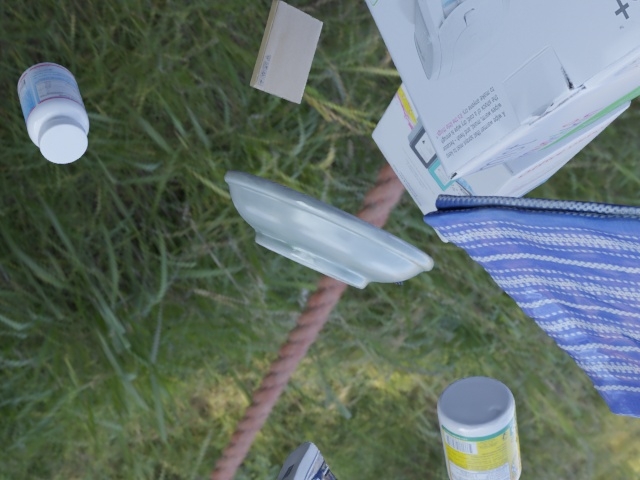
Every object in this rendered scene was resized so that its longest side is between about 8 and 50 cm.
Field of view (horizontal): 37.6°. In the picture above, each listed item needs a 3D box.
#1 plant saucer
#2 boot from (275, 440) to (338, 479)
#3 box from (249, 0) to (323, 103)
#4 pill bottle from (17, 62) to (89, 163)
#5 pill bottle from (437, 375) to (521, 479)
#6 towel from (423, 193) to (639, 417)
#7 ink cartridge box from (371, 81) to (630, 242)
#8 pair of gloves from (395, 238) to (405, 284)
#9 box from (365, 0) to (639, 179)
[{"bbox_3d":[0.000,0.000,1.660,0.400,0.401,0.100,28,84,-56],"label":"plant saucer"},{"bbox_3d":[-0.027,0.366,1.318,0.069,0.086,0.190,-34,-172,31],"label":"boot"},{"bbox_3d":[-0.076,-0.428,2.152,0.164,0.021,0.201,12,94,-52],"label":"box"},{"bbox_3d":[-0.385,-0.184,1.365,0.087,0.160,0.087,-14,134,-15],"label":"pill bottle"},{"bbox_3d":[0.249,0.322,1.455,0.118,0.117,0.208,-26,125,-19],"label":"pill bottle"},{"bbox_3d":[0.261,0.076,0.781,0.336,0.243,0.040,41,72,-29],"label":"towel"},{"bbox_3d":[0.227,-0.159,1.252,0.198,0.197,0.270,-30,171,-18],"label":"ink cartridge box"},{"bbox_3d":[0.159,0.043,1.883,0.083,0.010,0.074,-52,123,-33],"label":"pair of gloves"},{"bbox_3d":[0.114,-0.183,0.473,0.127,0.231,0.262,-23,174,-20],"label":"box"}]
